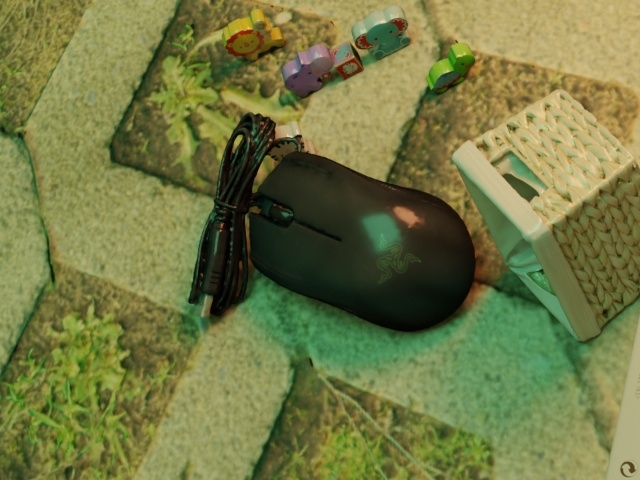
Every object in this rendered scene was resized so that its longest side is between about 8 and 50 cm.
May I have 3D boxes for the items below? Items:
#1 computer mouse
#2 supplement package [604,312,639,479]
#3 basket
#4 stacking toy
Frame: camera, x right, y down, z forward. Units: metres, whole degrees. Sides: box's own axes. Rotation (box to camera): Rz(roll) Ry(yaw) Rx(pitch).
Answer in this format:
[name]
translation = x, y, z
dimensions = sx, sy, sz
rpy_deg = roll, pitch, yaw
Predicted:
[computer mouse]
translation = 0.000, 0.000, 1.379
dimensions = 0.272, 0.072, 0.188
rpy_deg = 16, 91, 32
[supplement package]
translation = 0.353, 0.154, 1.043
dimensions = 0.293, 0.177, 0.175
rpy_deg = 3, 64, 30
[basket]
translation = 0.190, -0.020, 1.252
dimensions = 0.103, 0.167, 0.113
rpy_deg = -37, 51, -2
[stacking toy]
translation = 0.023, -0.178, 1.509
dimensions = 0.221, 0.052, 0.167
rpy_deg = -27, 53, 13
